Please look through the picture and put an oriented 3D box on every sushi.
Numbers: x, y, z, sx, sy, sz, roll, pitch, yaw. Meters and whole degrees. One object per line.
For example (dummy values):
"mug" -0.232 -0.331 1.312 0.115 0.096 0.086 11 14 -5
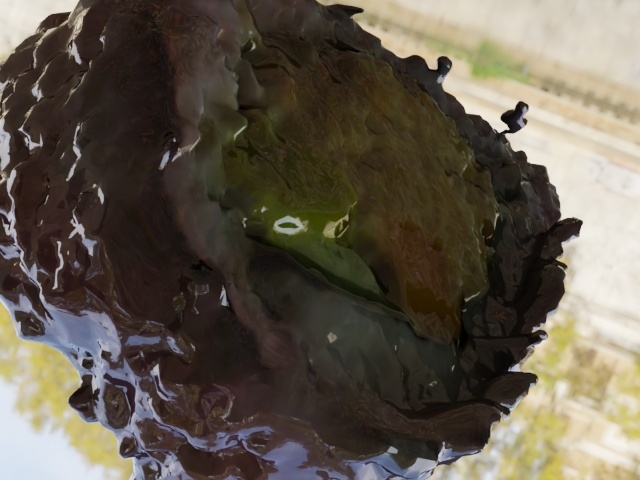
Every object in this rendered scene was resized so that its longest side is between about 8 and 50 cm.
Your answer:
"sushi" -0.012 -0.015 0.436 0.161 0.107 0.241 55 -149 -8
